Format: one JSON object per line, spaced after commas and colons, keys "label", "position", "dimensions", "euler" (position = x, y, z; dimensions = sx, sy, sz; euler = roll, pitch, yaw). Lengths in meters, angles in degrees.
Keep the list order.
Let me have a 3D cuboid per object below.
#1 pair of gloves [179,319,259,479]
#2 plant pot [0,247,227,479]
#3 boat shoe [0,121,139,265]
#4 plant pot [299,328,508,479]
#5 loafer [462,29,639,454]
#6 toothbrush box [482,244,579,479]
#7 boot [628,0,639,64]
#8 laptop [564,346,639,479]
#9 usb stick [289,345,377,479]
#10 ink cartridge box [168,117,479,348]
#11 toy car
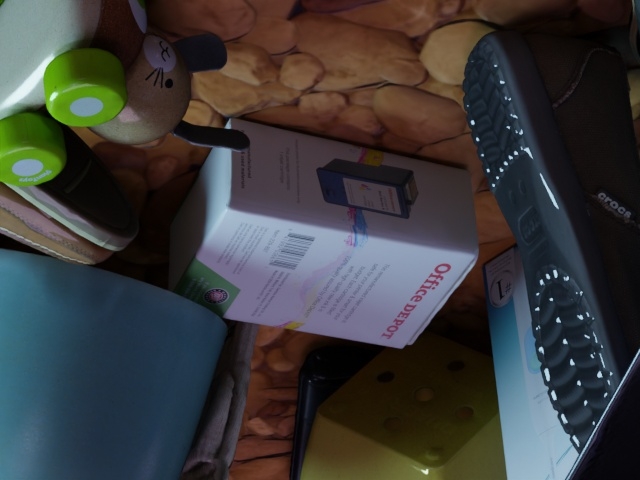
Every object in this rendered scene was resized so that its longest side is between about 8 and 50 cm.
{"label": "pair of gloves", "position": [-0.112, 0.191, 1.583], "dimensions": [0.042, 0.204, 0.240], "euler": [24, 139, -11]}
{"label": "plant pot", "position": [-0.241, 0.154, 1.408], "dimensions": [0.293, 0.235, 0.293], "euler": [11, 166, 3]}
{"label": "boat shoe", "position": [-0.274, -0.068, 1.232], "dimensions": [0.307, 0.111, 0.104], "euler": [36, 111, -12]}
{"label": "plant pot", "position": [0.105, 0.206, 1.588], "dimensions": [0.212, 0.212, 0.187], "euler": [22, 136, 37]}
{"label": "loafer", "position": [0.217, 0.012, 1.258], "dimensions": [0.130, 0.366, 0.134], "euler": [-15, 175, -14]}
{"label": "toothbrush box", "position": [0.259, 0.114, 1.425], "dimensions": [0.126, 0.295, 0.216], "euler": [25, 137, -34]}
{"label": "boot", "position": [0.257, -0.114, 1.238], "dimensions": [0.077, 0.137, 0.198], "euler": [-17, 143, 18]}
{"label": "laptop", "position": [0.341, -0.011, 1.184], "dimensions": [0.382, 0.408, 0.236], "euler": [4, 163, -25]}
{"label": "usb stick", "position": [0.011, 0.188, 1.727], "dimensions": [0.077, 0.045, 0.278], "euler": [-6, 145, -8]}
{"label": "ink cartridge box", "position": [0.000, 0.000, 1.417], "dimensions": [0.212, 0.093, 0.154], "euler": [12, 143, -18]}
{"label": "toy car", "position": [-0.128, -0.118, 1.199], "dimensions": [0.188, 0.155, 0.149], "euler": [13, 143, -37]}
